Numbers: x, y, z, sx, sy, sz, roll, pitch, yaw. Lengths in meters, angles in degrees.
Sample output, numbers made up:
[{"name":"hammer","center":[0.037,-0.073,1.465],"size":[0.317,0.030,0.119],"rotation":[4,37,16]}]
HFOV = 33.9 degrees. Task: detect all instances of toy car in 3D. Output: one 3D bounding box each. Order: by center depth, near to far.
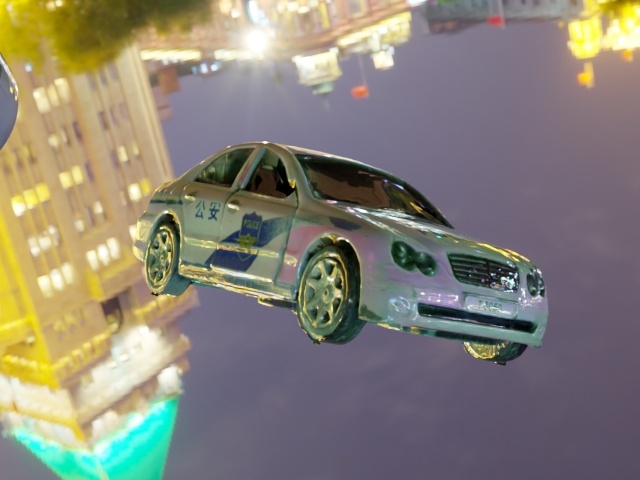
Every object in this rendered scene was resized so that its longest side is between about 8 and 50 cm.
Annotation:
[{"name":"toy car","center":[0.000,0.000,0.445],"size":[0.090,0.076,0.224],"rotation":[12,178,-33]}]

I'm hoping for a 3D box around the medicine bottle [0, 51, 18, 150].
[{"name":"medicine bottle","center":[-0.304,-0.142,0.715],"size":[0.135,0.215,0.135],"rotation":[-4,-122,6]}]
